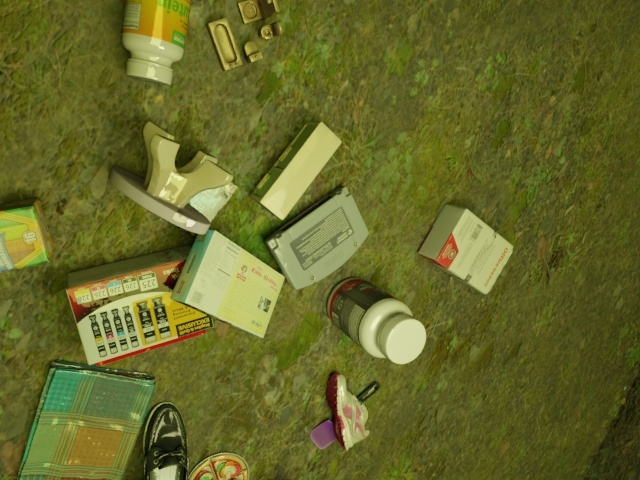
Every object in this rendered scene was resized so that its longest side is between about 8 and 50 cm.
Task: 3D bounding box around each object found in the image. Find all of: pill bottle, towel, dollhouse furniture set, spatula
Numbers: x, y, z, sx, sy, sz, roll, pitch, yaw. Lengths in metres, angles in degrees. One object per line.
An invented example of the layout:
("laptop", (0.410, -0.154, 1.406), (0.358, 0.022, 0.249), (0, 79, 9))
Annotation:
("pill bottle", (0.162, 0.235, 1.441), (0.176, 0.318, 0.177), (-7, 106, -25))
("towel", (-0.622, 0.512, 1.305), (0.271, 0.040, 0.371), (17, 96, -27))
("pill bottle", (-0.370, -0.486, 1.104), (0.136, 0.136, 0.246), (7, 101, -26))
("dollhouse furniture set", (-0.180, -0.512, 1.194), (0.151, 0.123, 0.144), (-26, 113, -17))
("spatula", (0.091, 0.585, 1.662), (0.296, 0.030, 0.084), (-41, 104, -11))

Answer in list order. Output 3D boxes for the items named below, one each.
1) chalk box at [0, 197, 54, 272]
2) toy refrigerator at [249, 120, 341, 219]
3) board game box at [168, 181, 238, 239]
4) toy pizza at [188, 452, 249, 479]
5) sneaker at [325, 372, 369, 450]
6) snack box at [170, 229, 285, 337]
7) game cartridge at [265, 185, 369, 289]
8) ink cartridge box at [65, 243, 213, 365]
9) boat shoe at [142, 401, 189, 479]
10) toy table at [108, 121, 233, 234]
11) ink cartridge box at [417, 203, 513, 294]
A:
("chalk box", (-0.720, -0.003, 1.070), (0.212, 0.132, 0.133), (-15, 109, -21))
("toy refrigerator", (-0.072, -0.197, 1.341), (0.094, 0.102, 0.270), (38, 86, -28))
("board game box", (-0.321, -0.107, 1.290), (0.126, 0.026, 0.186), (38, 86, -28))
("toy pizza", (-0.315, 0.753, 1.516), (0.201, 0.032, 0.202), (-7, 106, -23))
("sneaker", (0.093, 0.547, 1.602), (0.111, 0.103, 0.253), (-14, 100, -19))
("snack box", (-0.226, 0.121, 1.278), (0.322, 0.060, 0.187), (41, 63, -51))
("game cartridge", (0.000, 0.000, 1.436), (0.297, 0.062, 0.198), (-36, 119, -21))
("ink cartridge box", (-0.446, 0.185, 1.250), (0.309, 0.130, 0.272), (-15, 110, -22))
("boat shoe", (-0.415, 0.619, 1.327), (0.127, 0.113, 0.341), (11, 73, -30))
("toy table", (-0.346, -0.150, 1.141), (0.274, 0.252, 0.161), (31, 97, 2))
("ink cartridge box", (0.494, 0.032, 1.659), (0.272, 0.114, 0.197), (32, 88, -27))
